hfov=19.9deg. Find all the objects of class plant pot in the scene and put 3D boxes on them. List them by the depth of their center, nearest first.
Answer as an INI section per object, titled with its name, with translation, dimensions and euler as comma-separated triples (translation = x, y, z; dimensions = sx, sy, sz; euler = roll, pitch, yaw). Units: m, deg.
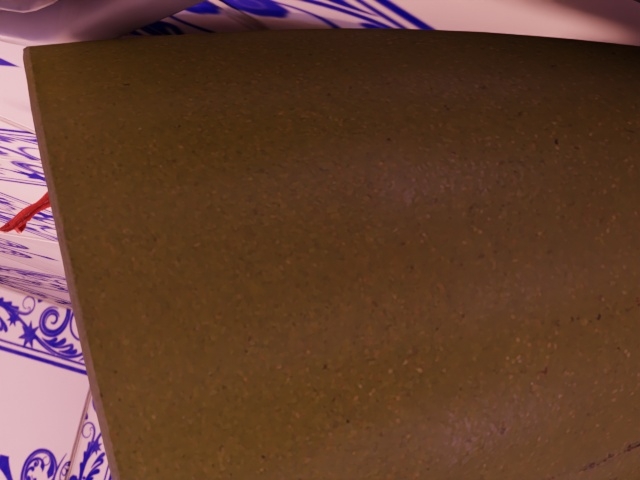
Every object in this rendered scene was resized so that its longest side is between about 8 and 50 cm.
[plant pot]
translation = 0.052, 0.026, 0.752
dimensions = 0.293, 0.275, 0.275
euler = -13, 175, -6

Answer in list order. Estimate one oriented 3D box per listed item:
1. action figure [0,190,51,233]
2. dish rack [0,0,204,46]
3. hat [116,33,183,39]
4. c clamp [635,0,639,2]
[action figure]
translation = -0.144, -0.012, 1.367
dimensions = 0.091, 0.139, 0.280
euler = 55, 161, -16
[dish rack]
translation = -0.173, -0.152, 0.636
dimensions = 0.285, 0.072, 0.333
euler = 17, 172, -22
[hat]
translation = 0.000, 0.000, 1.043
dimensions = 0.331, 0.134, 0.331
euler = 25, 169, 5
[c clamp]
translation = 0.179, -0.065, 0.672
dimensions = 0.160, 0.022, 0.137
euler = 14, -170, -43
